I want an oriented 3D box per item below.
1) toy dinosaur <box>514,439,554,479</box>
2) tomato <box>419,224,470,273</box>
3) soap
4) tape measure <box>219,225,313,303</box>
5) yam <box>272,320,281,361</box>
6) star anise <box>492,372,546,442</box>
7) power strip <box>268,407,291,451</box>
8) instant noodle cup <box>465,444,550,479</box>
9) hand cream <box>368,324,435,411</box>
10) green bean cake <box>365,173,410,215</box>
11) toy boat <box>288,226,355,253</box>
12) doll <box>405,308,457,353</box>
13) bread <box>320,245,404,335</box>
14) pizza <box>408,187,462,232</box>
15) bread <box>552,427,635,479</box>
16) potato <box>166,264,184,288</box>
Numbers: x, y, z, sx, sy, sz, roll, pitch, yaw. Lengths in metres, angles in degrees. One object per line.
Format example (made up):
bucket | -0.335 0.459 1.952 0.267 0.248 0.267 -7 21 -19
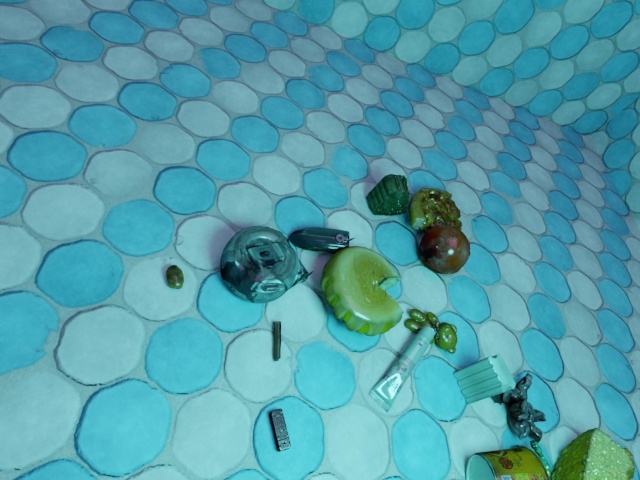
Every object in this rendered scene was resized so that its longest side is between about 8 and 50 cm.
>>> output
toy dinosaur | 0.703 0.741 1.338 0.094 0.259 0.153 -24 63 9
tomato | 0.510 0.036 1.723 0.185 0.208 0.208 12 53 -10
soap | 0.569 0.486 1.447 0.067 0.198 0.119 -7 62 -29
tape measure | -0.194 0.073 1.388 0.275 0.147 0.256 -24 70 -37
yam | -0.139 0.324 1.323 0.027 0.033 0.129 29 49 -42
star anise | 0.721 0.594 1.508 0.212 0.129 0.282 3 59 -44
power strip | -0.117 0.541 1.181 0.038 0.029 0.111 -3 57 -27
instant noodle cup | 0.568 0.747 1.275 0.173 0.215 0.215 7 55 -11
hand cream | 0.291 0.431 1.433 0.085 0.058 0.331 44 65 2
green bean cake | 0.326 -0.193 1.790 0.194 0.208 0.107 1 61 -24
toy boat | 0.000 0.000 1.580 0.246 0.103 0.092 6 69 -7
doll | 0.424 0.332 1.553 0.210 0.097 0.137 25 56 -2
bread | 0.138 0.178 1.471 0.333 0.160 0.332 14 51 -18
pizza | 0.531 -0.125 1.891 0.409 0.114 0.277 -25 72 -44
bread | 0.905 0.818 1.402 0.194 0.179 0.340 42 53 8
potato | -0.456 0.114 1.298 0.051 0.040 0.083 -11 62 -26
